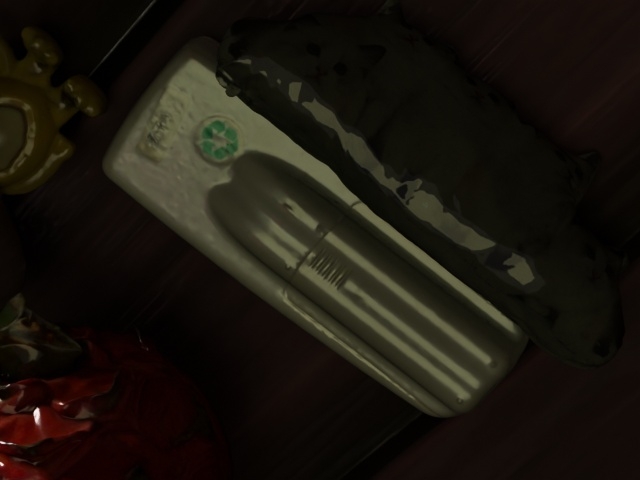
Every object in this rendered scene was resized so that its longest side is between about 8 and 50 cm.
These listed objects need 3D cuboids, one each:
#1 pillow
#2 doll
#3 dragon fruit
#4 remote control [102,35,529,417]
[{"bbox_3d":[0.063,-0.041,0.648,0.241,0.051,0.093,38,75,-5],"label":"pillow"},{"bbox_3d":[-0.205,-0.035,0.696,0.145,0.096,0.188,26,105,-7],"label":"doll"},{"bbox_3d":[-0.130,0.135,0.706,0.172,0.172,0.210,17,114,5],"label":"dragon fruit"},{"bbox_3d":[0.000,-0.001,0.686,0.230,0.049,0.090,38,112,-3],"label":"remote control"}]
